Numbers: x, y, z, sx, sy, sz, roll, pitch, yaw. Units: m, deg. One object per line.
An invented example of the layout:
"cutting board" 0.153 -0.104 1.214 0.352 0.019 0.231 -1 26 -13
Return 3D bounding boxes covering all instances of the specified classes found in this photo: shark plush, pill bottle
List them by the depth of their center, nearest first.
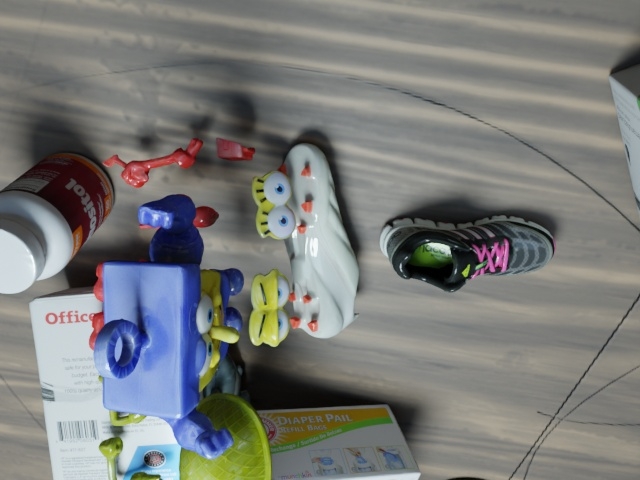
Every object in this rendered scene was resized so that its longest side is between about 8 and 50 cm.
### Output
"pill bottle" -0.258 -0.018 0.575 0.086 0.152 0.086 2 118 4
"shark plush" -0.108 0.168 0.708 0.073 0.067 0.161 16 118 -3

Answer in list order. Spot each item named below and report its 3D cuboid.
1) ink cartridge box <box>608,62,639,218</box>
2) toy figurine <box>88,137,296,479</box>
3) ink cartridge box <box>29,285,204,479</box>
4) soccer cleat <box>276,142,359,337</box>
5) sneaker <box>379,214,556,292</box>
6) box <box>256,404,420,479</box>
"ink cartridge box" 0.326 -0.032 0.511 0.092 0.160 0.219 -18 114 15
"toy figurine" -0.138 0.091 0.492 0.191 0.217 0.363 4 94 8
"ink cartridge box" -0.207 0.148 0.660 0.148 0.086 0.203 -4 94 7
"soccer cleat" 0.000 0.000 0.619 0.068 0.076 0.196 9 109 46
"sneaker" 0.143 0.016 0.601 0.170 0.075 0.063 3 118 3
"box" -0.011 0.263 0.694 0.203 0.103 0.114 2 120 -19
